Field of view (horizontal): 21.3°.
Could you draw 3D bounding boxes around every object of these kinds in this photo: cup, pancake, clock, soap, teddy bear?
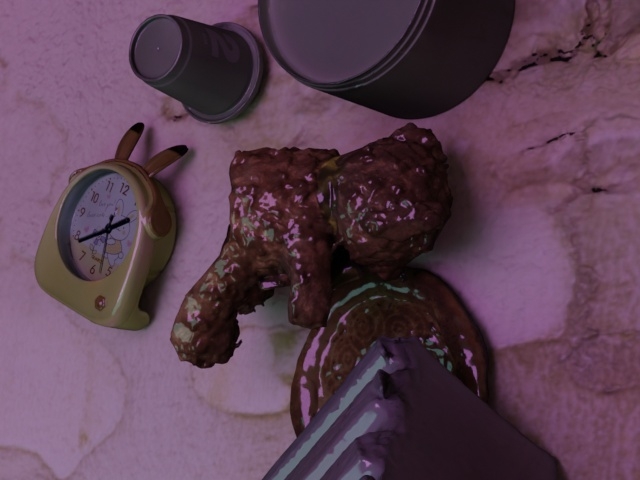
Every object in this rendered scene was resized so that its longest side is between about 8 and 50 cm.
[{"bbox_3d":[-0.144,-0.201,1.914,0.120,0.141,0.120,-10,73,36],"label":"cup"},{"bbox_3d":[0.069,0.143,1.745,0.250,0.031,0.250,-9,76,39],"label":"pancake"},{"bbox_3d":[-0.236,-0.021,2.000,0.170,0.069,0.232,28,98,39],"label":"clock"},{"bbox_3d":[0.004,0.352,1.555,0.435,0.213,0.350,-50,10,21],"label":"soap"},{"bbox_3d":[-0.001,0.008,1.740,0.222,0.246,0.296,21,127,2],"label":"teddy bear"}]

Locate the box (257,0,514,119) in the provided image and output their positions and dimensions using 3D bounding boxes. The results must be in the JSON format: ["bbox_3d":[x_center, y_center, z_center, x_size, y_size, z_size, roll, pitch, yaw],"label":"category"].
[{"bbox_3d":[0.065,-0.250,1.749,0.226,0.149,0.226,-9,75,38],"label":"box"}]
